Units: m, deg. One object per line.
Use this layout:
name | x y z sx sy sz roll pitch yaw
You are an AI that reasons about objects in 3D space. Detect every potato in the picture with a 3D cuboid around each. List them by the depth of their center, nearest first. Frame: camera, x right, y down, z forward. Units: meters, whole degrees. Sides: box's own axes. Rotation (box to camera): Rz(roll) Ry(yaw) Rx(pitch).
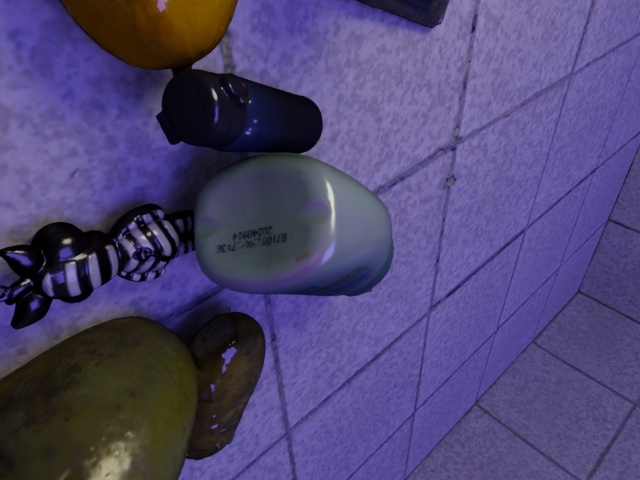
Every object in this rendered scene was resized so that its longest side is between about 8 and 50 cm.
potato | -0.257 0.168 0.535 0.255 0.269 0.112 -60 153 -47
potato | -0.156 0.204 0.699 0.149 0.113 0.252 -11 124 -55

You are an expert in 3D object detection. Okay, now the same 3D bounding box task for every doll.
doll | -0.226 0.014 0.514 0.219 0.067 0.091 -23 130 -45

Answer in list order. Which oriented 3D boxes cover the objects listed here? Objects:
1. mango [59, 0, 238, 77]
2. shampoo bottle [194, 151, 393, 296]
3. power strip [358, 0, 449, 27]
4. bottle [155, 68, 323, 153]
mango | -0.135 -0.271 0.364 0.176 0.119 0.317 -23 127 -39
shampoo bottle | 0.000 0.000 0.649 0.349 0.221 0.152 19 63 -67
power strip | 0.152 -0.411 0.605 0.256 0.092 0.251 -14 123 -48
bottle | -0.066 -0.129 0.506 0.082 0.072 0.244 -25 180 23
